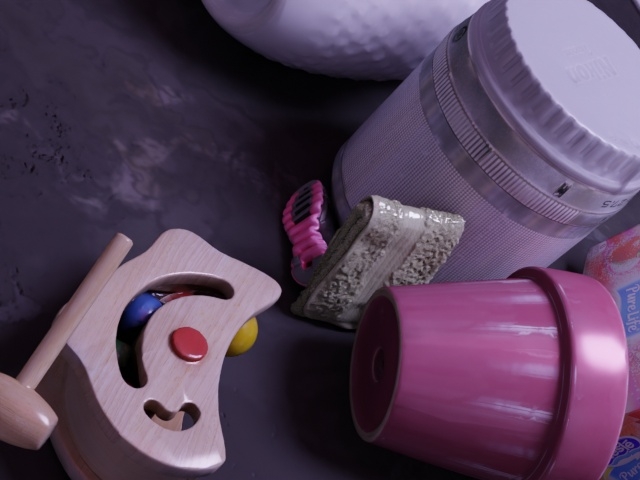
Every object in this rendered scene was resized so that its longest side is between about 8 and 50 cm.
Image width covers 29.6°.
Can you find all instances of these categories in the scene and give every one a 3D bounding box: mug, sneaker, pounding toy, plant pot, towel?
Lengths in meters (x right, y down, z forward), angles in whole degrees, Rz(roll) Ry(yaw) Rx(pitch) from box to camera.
[{"bbox_3d":[0.072,-0.319,1.179,0.328,0.374,0.276,-11,69,-39],"label":"mug"},{"bbox_3d":[0.000,0.000,1.106,0.057,0.047,0.119,33,41,-40],"label":"sneaker"},{"bbox_3d":[-0.107,0.084,0.845,0.154,0.155,0.269,43,39,4],"label":"pounding toy"},{"bbox_3d":[0.128,0.114,1.011,0.180,0.201,0.201,8,50,-16],"label":"plant pot"},{"bbox_3d":[0.050,0.025,1.039,0.110,0.148,0.027,11,40,-29],"label":"towel"}]

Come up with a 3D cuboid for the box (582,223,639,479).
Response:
[{"bbox_3d":[0.347,0.119,1.203,0.154,0.142,0.300,46,38,-17],"label":"box"}]

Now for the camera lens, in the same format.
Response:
[{"bbox_3d":[0.158,-0.075,1.117,0.219,0.274,0.219,23,44,-25],"label":"camera lens"}]
